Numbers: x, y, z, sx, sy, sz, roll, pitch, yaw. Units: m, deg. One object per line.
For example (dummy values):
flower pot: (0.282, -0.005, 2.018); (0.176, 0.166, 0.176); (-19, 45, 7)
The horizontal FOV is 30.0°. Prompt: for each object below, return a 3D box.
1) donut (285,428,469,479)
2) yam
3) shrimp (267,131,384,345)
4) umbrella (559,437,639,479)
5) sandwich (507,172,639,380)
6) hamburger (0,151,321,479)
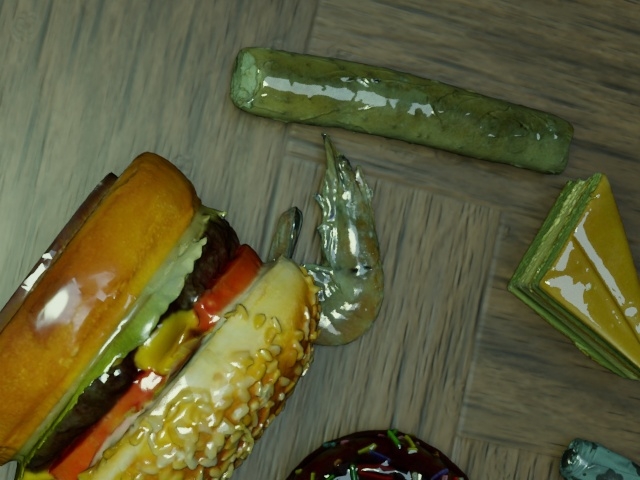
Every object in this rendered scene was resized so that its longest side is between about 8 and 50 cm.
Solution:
donut: (0.059, 0.304, 1.196); (0.235, 0.089, 0.235); (0, 75, 1)
yam: (0.091, -0.138, 1.259); (0.371, 0.083, 0.083); (9, 85, -13)
shrimp: (0.000, 0.000, 1.249); (0.126, 0.047, 0.224); (-6, 89, -2)
umbrella: (0.373, 0.289, 1.308); (0.250, 0.052, 0.053); (27, 47, -9)
sandwich: (0.314, 0.044, 1.274); (0.187, 0.117, 0.144); (38, 83, -7)
hamburger: (-0.162, 0.108, 1.070); (0.250, 0.330, 0.330); (36, 80, -9)
